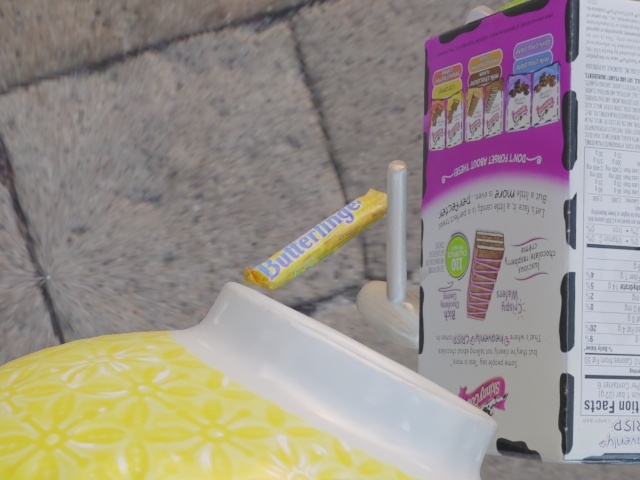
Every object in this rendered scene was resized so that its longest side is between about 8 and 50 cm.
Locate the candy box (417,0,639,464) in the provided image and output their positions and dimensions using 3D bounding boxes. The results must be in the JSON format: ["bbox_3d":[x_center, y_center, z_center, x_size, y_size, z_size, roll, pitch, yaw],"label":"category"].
[{"bbox_3d":[0.117,-0.002,0.854,0.071,0.159,0.233,4,86,-23],"label":"candy box"}]

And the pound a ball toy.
[{"bbox_3d":[0.158,-0.048,1.331,0.208,0.319,0.136,-33,59,-31],"label":"pound a ball toy"}]

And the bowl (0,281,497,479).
[{"bbox_3d":[-0.020,0.109,0.600,0.289,0.289,0.156,28,90,-8],"label":"bowl"}]

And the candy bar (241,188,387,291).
[{"bbox_3d":[0.000,0.000,1.385,0.161,0.040,0.018,-33,127,-30],"label":"candy bar"}]
